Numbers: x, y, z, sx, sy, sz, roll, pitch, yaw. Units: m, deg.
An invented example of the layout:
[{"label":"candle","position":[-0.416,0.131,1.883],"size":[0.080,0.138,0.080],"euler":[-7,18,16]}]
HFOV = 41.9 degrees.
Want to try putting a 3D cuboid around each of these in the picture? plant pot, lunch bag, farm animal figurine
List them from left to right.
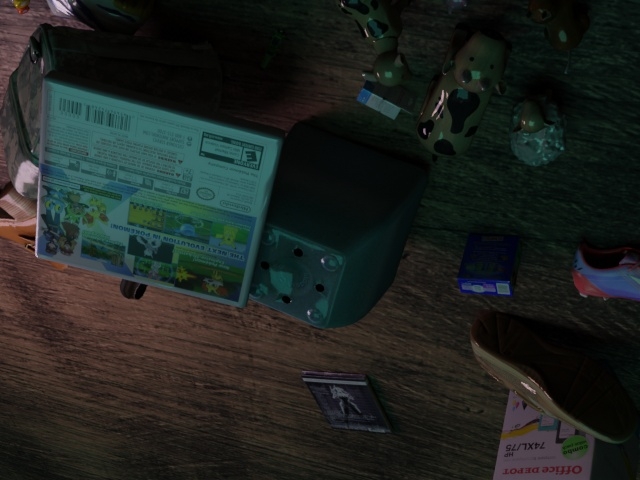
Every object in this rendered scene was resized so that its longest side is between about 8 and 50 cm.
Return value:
[{"label":"lunch bag","position":[-0.318,-0.210,1.299],"size":[0.305,0.213,0.256],"euler":[0,149,-34]},{"label":"plant pot","position":[0.000,0.000,1.348],"size":[0.247,0.252,0.248],"euler":[21,124,10]},{"label":"farm animal figurine","position":[0.179,-0.236,1.124],"size":[0.330,0.172,0.327],"euler":[11,139,15]}]

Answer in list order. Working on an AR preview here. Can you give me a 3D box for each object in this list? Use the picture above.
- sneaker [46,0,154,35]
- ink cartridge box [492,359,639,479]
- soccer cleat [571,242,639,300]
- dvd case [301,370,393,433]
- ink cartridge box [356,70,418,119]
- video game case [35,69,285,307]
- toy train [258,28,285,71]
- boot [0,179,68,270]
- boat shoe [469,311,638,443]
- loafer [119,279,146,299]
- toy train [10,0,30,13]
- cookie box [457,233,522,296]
[{"label":"sneaker","position":[-0.404,-0.404,1.266],"size":[0.296,0.112,0.131],"euler":[37,138,-15]},{"label":"ink cartridge box","position":[0.479,0.405,1.607],"size":[0.198,0.270,0.197],"euler":[-15,127,36]},{"label":"soccer cleat","position":[0.534,0.056,1.352],"size":[0.248,0.083,0.095],"euler":[5,132,24]},{"label":"dvd case","position":[0.065,0.384,1.977],"size":[0.164,0.018,0.221],"euler":[-1,135,28]},{"label":"ink cartridge box","position":[0.102,-0.218,1.276],"size":[0.083,0.048,0.028],"euler":[27,140,-4]},{"label":"video game case","position":[-0.238,-0.063,1.192],"size":[0.328,0.036,0.300],"euler":[14,123,-2]},{"label":"toy train","position":[-0.077,-0.294,1.298],"size":[0.017,0.024,0.083],"euler":[29,139,-7]},{"label":"boot","position":[-0.643,-0.018,1.824],"size":[0.283,0.109,0.220],"euler":[-23,126,32]},{"label":"boat shoe","position":[0.425,0.260,1.538],"size":[0.341,0.121,0.110],"euler":[38,155,33]},{"label":"loafer","position":[-0.371,0.065,1.785],"size":[0.078,0.080,0.220],"euler":[26,140,-2]},{"label":"toy train","position":[-0.500,-0.442,1.314],"size":[0.125,0.046,0.166],"euler":[49,167,40]},{"label":"cookie box","position":[0.290,0.041,1.425],"size":[0.091,0.107,0.040],"euler":[3,137,24]}]
